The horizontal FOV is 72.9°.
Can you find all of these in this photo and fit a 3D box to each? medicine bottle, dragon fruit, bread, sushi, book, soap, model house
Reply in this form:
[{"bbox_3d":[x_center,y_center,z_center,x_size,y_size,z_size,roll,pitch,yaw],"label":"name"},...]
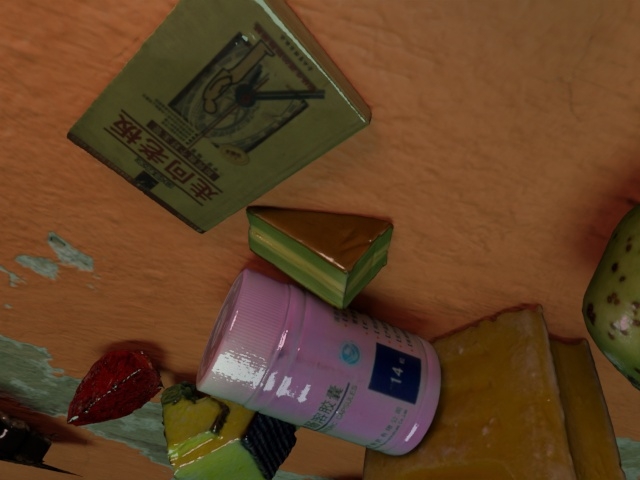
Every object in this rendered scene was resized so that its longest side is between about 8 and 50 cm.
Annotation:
[{"bbox_3d":[-0.003,0.146,0.523,0.254,0.152,0.152,23,134,-14],"label":"medicine bottle"},{"bbox_3d":[-0.330,0.236,0.725,0.162,0.083,0.106,-41,144,2],"label":"dragon fruit"},{"bbox_3d":[-0.004,-0.002,0.472,0.139,0.084,0.074,29,143,25],"label":"bread"},{"bbox_3d":[-0.755,0.442,1.017,0.297,0.099,0.373,4,147,19],"label":"sushi"},{"bbox_3d":[-0.095,-0.102,0.377,0.231,0.026,0.161,-27,125,33],"label":"book"},{"bbox_3d":[0.185,0.283,0.511,0.156,0.334,0.293,35,134,-23],"label":"soap"},{"bbox_3d":[-0.152,0.327,0.775,0.212,0.170,0.193,-19,128,-11],"label":"model house"}]

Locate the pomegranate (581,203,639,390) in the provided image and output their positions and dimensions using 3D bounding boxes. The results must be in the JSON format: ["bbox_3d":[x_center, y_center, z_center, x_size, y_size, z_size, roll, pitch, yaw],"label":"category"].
[{"bbox_3d":[0.328,0.054,0.307,0.215,0.248,0.214,1,104,6],"label":"pomegranate"}]
